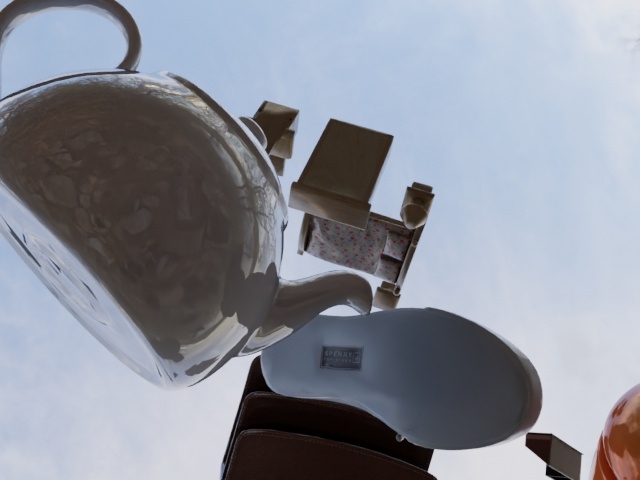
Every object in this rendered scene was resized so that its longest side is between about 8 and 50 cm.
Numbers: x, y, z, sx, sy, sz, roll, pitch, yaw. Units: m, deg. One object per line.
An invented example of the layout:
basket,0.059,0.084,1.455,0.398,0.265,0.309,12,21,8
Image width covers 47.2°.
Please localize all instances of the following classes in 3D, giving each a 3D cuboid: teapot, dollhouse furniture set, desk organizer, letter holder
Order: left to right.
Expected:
teapot,-0.118,-0.033,0.534,0.187,0.253,0.256,-45,-42,-23
dollhouse furniture set,0.000,0.000,1.175,0.303,0.355,0.173,18,-134,7
letter holder,0.021,0.308,1.098,0.302,0.152,0.214,16,-89,-7
desk organizer,0.376,0.351,1.182,0.130,0.047,0.050,36,-123,-41

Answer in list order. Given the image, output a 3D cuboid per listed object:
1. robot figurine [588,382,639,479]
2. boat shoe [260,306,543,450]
robot figurine,0.265,0.190,0.543,0.158,0.219,0.128,-2,-144,3
boat shoe,0.076,0.123,0.661,0.105,0.306,0.113,17,-106,-40
